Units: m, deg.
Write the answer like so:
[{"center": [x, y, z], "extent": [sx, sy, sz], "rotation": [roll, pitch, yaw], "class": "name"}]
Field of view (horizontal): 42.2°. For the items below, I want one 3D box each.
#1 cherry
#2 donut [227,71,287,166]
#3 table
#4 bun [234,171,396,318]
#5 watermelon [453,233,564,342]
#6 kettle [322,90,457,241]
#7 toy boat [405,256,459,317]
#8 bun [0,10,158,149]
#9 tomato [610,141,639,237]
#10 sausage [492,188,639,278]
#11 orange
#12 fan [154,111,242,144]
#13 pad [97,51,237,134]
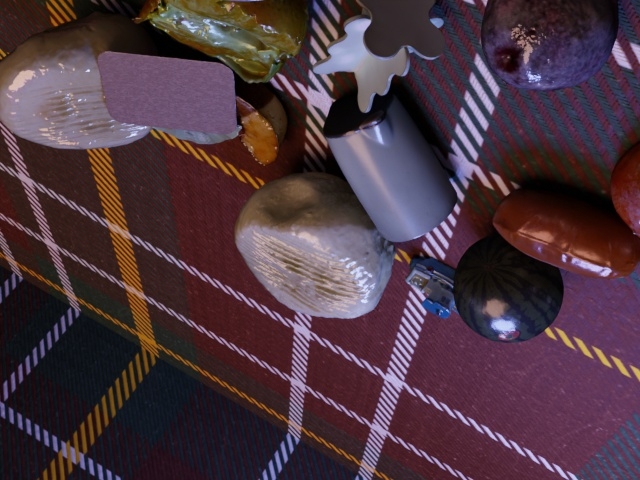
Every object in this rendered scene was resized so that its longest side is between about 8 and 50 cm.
[{"center": [0.301, -0.292, 1.106], "extent": [0.195, 0.195, 0.195], "rotation": [25, 148, 17], "class": "cherry"}, {"center": [-0.139, -0.260, 1.685], "extent": [0.141, 0.085, 0.217], "rotation": [-11, 128, 50], "class": "donut"}, {"center": [0.088, -0.312, 1.330], "extent": [0.166, 0.166, 0.198], "rotation": [39, 157, -6], "class": "table"}, {"center": [0.000, 0.000, 1.768], "extent": [0.349, 0.227, 0.352], "rotation": [28, 146, 12], "class": "bun"}, {"center": [0.352, 0.092, 1.566], "extent": [0.212, 0.212, 0.212], "rotation": [25, 148, 17], "class": "watermelon"}, {"center": [0.110, -0.149, 1.537], "extent": [0.255, 0.165, 0.240], "rotation": [53, 174, -27], "class": "kettle"}, {"center": [0.270, 0.127, 1.802], "extent": [0.215, 0.102, 0.088], "rotation": [32, 152, 4], "class": "toy boat"}, {"center": [-0.501, -0.340, 1.744], "extent": [0.361, 0.213, 0.361], "rotation": [-11, 150, -7], "class": "bun"}, {"center": [0.554, -0.058, 1.269], "extent": [0.236, 0.095, 0.237], "rotation": [25, 147, 17], "class": "tomato"}, {"center": [0.422, -0.013, 1.427], "extent": [0.258, 0.133, 0.133], "rotation": [24, 148, 23], "class": "sausage"}, {"center": [-0.149, -0.389, 1.398], "extent": [0.262, 0.196, 0.334], "rotation": [34, 159, -9], "class": "orange"}, {"center": [-0.272, -0.238, 1.699], "extent": [0.240, 0.009, 0.131], "rotation": [11, 154, 9], "class": "fan"}, {"center": [-0.296, -0.285, 1.618], "extent": [0.266, 0.002, 0.176], "rotation": [7, 138, 4], "class": "pad"}]
